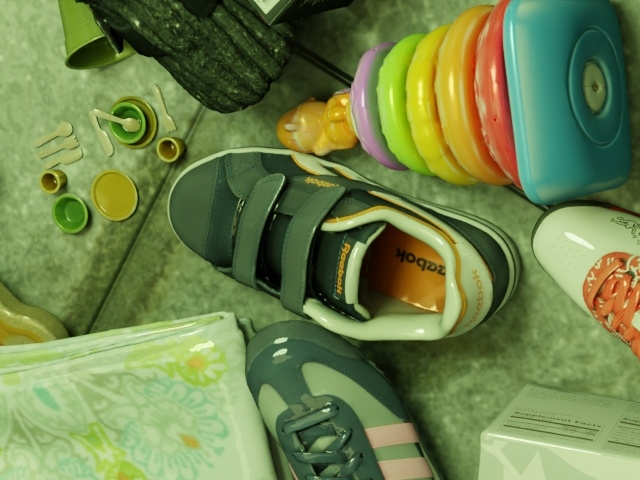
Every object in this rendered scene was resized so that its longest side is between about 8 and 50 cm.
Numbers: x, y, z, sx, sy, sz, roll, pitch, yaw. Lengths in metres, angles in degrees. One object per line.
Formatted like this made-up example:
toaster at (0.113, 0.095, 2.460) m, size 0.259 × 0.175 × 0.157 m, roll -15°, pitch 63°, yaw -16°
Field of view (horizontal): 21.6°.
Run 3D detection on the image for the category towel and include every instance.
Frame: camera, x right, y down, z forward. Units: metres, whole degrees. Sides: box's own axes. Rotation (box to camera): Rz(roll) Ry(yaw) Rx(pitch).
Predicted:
towel at (-0.176, 0.258, 1.500) m, size 0.320 × 0.090 × 0.375 m, roll -10°, pitch 99°, yaw 16°

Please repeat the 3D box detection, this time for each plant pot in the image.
plant pot at (-0.198, -0.203, 1.472) m, size 0.083 × 0.083 × 0.079 m, roll -26°, pitch 79°, yaw 25°

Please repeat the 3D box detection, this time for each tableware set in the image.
tableware set at (-0.192, -0.069, 1.524) m, size 0.154 × 0.024 × 0.104 m, roll -20°, pitch 95°, yaw 24°

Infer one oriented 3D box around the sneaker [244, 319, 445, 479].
sneaker at (0.039, 0.212, 1.399) m, size 0.112 × 0.131 × 0.319 m, roll -29°, pitch 109°, yaw 21°

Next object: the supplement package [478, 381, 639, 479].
supplement package at (0.266, 0.249, 1.351) m, size 0.261 × 0.145 × 0.204 m, roll 8°, pitch 105°, yaw 20°

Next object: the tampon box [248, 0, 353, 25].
tampon box at (-0.014, -0.254, 1.335) m, size 0.101 × 0.161 × 0.120 m, roll -43°, pitch 84°, yaw 24°

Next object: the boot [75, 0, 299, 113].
boot at (-0.161, -0.265, 1.397) m, size 0.260 × 0.348 × 0.131 m, roll 28°, pitch 122°, yaw -32°

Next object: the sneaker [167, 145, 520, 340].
sneaker at (0.000, 0.000, 1.411) m, size 0.321 × 0.127 × 0.126 m, roll 12°, pitch 108°, yaw 20°

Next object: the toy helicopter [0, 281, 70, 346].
toy helicopter at (-0.381, 0.018, 1.563) m, size 0.355 × 0.140 × 0.235 m, roll 45°, pitch 112°, yaw -2°

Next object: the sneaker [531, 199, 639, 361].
sneaker at (0.271, 0.065, 1.306) m, size 0.270 × 0.145 × 0.090 m, roll 36°, pitch 113°, yaw 11°

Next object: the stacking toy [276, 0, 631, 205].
stacking toy at (0.089, -0.108, 1.353) m, size 0.301 × 0.175 × 0.166 m, roll -4°, pitch 95°, yaw 36°
